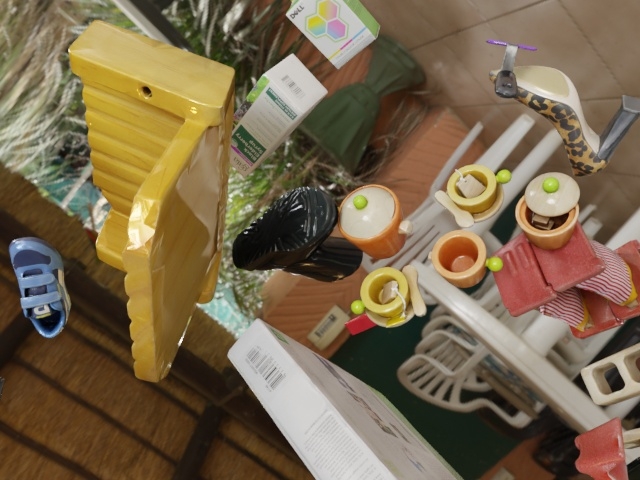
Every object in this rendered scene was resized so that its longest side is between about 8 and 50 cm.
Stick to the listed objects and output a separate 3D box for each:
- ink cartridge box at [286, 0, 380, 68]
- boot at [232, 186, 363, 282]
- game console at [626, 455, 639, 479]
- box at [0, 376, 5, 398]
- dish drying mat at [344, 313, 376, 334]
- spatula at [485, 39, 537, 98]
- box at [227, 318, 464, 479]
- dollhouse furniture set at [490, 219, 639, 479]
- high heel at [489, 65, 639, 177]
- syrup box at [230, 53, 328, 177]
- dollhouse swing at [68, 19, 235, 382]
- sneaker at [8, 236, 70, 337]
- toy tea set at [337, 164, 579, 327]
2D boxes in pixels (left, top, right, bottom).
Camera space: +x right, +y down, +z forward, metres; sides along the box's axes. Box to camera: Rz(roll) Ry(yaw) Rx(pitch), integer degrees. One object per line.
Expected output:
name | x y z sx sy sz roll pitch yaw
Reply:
ink cartridge box | 0.007 -0.456 1.019 0.209 0.109 0.062 40 -136 -24
boot | 0.000 0.000 0.859 0.207 0.246 0.094 10 -117 -40
game console | 0.513 0.350 0.766 0.107 0.122 0.071 25 -148 -14
box | -0.375 0.277 0.474 0.073 0.294 0.295 16 158 -34
dish drying mat | 0.089 0.168 1.060 0.032 0.083 0.008 52 -145 -9
spatula | 0.288 -0.269 0.788 0.084 0.030 0.296 14 -141 11
box | 0.060 0.226 0.575 0.232 0.058 0.322 39 178 44
dollhouse furniture set | 0.401 0.158 0.706 0.201 0.152 0.374 18 -133 -33
high heel | 0.412 -0.208 0.941 0.261 0.093 0.186 22 147 11
syrup box | -0.100 -0.222 0.956 0.093 0.096 0.237 45 140 -9
dollhouse swing | -0.271 -0.044 0.693 0.314 0.347 0.305 22 -138 10
sneaker | -0.350 0.061 0.649 0.059 0.053 0.144 -114 18 -51
toy tea set | 0.170 -0.027 0.707 0.124 0.335 0.200 48 -159 -52
